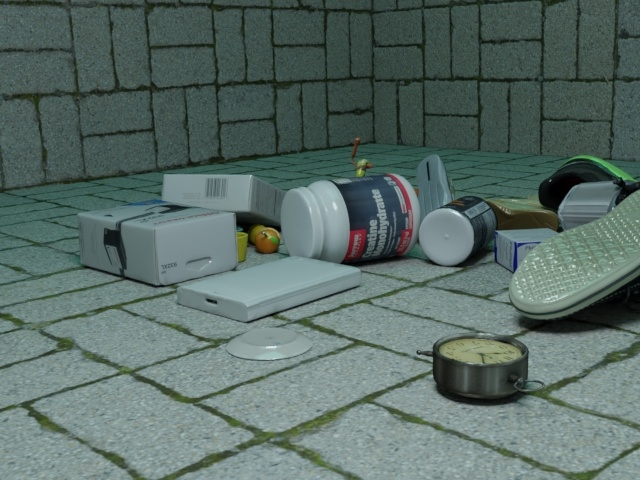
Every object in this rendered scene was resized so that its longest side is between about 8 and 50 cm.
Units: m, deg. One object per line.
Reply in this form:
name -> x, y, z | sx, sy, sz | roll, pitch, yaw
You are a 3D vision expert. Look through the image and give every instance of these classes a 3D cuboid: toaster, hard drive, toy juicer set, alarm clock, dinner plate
toaster -> 0.593, -0.036, 1.775 | 0.146, 0.227, 0.129 | 3, 48, 52
hard drive -> -0.096, 0.089, 1.674 | 0.203, 0.040, 0.307 | 9, 17, 42
toy juicer set -> -0.235, -0.026, 2.107 | 0.209, 0.090, 0.329 | -13, 16, -41
alarm clock -> 0.228, 0.176, 1.162 | 0.129, 0.064, 0.192 | -8, 11, -28
dinner plate -> -0.082, 0.163, 1.385 | 0.141, 0.017, 0.141 | -2, 14, 0

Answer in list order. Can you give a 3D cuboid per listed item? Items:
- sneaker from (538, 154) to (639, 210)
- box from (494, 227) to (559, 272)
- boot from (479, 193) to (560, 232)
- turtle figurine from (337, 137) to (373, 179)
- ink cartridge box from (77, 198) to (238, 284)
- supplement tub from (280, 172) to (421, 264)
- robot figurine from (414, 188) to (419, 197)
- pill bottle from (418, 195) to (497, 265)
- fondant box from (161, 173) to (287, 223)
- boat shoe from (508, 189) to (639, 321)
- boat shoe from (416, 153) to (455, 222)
sneaker -> 0.698, -0.063, 1.949 | 0.202, 0.185, 0.482 | -22, 25, -28
box -> 0.451, 0.022, 1.826 | 0.126, 0.072, 0.137 | -3, 11, -8
boot -> 0.492, -0.071, 2.194 | 0.261, 0.095, 0.203 | 6, 15, 26
turtle figurine -> 0.104, -0.097, 2.100 | 0.217, 0.270, 0.087 | 28, 22, 21
ink cartridge box -> -0.365, -0.003, 1.921 | 0.307, 0.129, 0.223 | 10, 17, 44
supplement tub -> 0.068, -0.045, 1.909 | 0.272, 0.191, 0.191 | -8, 14, -26
robot figurine -> 0.173, -0.089, 2.253 | 0.128, 0.158, 0.219 | 35, 26, 19
pill bottle -> 0.323, -0.029, 1.948 | 0.130, 0.131, 0.245 | 4, 13, 27
fondant box -> -0.230, -0.098, 2.213 | 0.238, 0.096, 0.330 | 2, -6, 17
boat shoe -> 0.529, 0.045, 1.542 | 0.500, 0.156, 0.186 | -25, 29, -35
boat shoe -> 0.300, -0.096, 2.162 | 0.109, 0.094, 0.302 | -30, 34, 33
